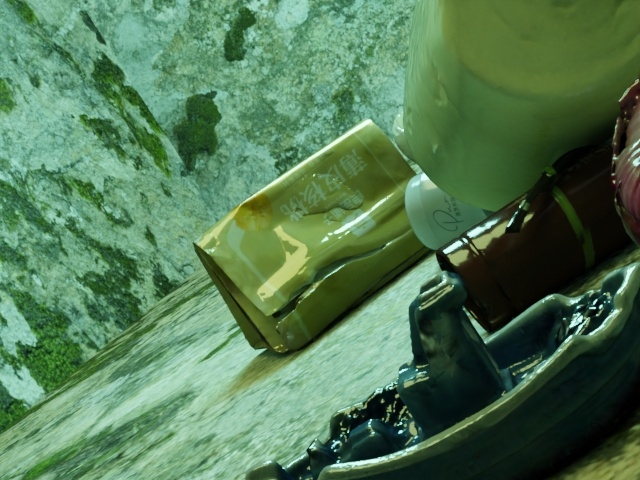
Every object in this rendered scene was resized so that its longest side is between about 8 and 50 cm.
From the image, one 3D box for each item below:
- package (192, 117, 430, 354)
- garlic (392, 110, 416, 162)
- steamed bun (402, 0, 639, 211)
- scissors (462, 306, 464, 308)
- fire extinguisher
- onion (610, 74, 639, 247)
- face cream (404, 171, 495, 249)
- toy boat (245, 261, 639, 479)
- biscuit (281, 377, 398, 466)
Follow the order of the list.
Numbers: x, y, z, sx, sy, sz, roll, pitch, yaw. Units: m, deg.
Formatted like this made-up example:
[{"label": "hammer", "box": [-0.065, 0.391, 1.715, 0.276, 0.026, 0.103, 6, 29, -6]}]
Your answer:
[{"label": "package", "box": [0.018, 0.011, 1.720, 0.311, 0.221, 0.165, -35, 28, -18]}, {"label": "garlic", "box": [0.257, -0.162, 1.731, 0.281, 0.185, 0.203, -30, 21, 16]}, {"label": "steamed bun", "box": [0.257, -0.279, 1.325, 0.371, 0.289, 0.456, 99, -179, -70]}, {"label": "scissors", "box": [0.244, -0.004, 1.342, 0.256, 0.030, 0.125, -36, 6, -33]}, {"label": "fire extinguisher", "box": [0.273, -0.049, 1.181, 0.341, 0.105, 0.141, -34, -15, -3]}, {"label": "onion", "box": [0.332, -0.065, 0.931, 0.230, 0.163, 0.230, -32, 38, 29]}, {"label": "face cream", "box": [0.174, -0.047, 1.611, 0.104, 0.117, 0.117, -19, 13, 33]}, {"label": "toy boat", "box": [0.086, 0.101, 0.845, 0.309, 0.142, 0.129, -30, 9, 10]}, {"label": "biscuit", "box": [0.015, 0.186, 1.028, 0.250, 0.032, 0.133, -33, 8, -14]}]
